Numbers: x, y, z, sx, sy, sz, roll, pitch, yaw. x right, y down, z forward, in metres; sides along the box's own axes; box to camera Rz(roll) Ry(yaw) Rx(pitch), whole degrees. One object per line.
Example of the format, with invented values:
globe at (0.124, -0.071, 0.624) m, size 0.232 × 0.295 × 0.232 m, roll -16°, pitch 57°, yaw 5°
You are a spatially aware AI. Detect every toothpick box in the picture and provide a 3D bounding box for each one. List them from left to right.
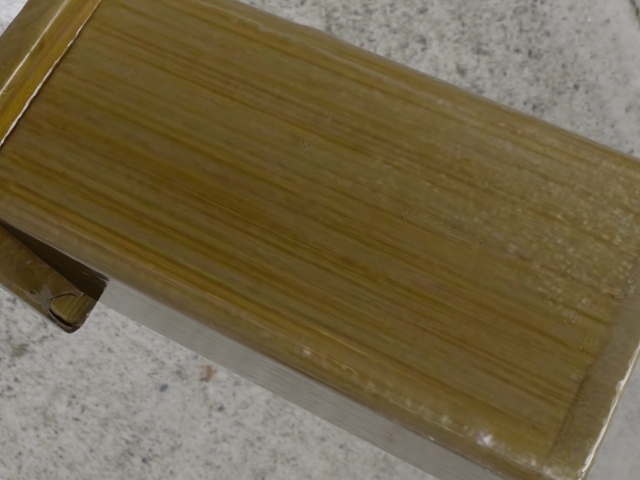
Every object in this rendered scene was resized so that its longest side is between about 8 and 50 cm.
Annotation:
toothpick box at (0.000, 0.000, 0.457) m, size 0.190 × 0.308 × 0.187 m, roll -60°, pitch 162°, yaw -16°
